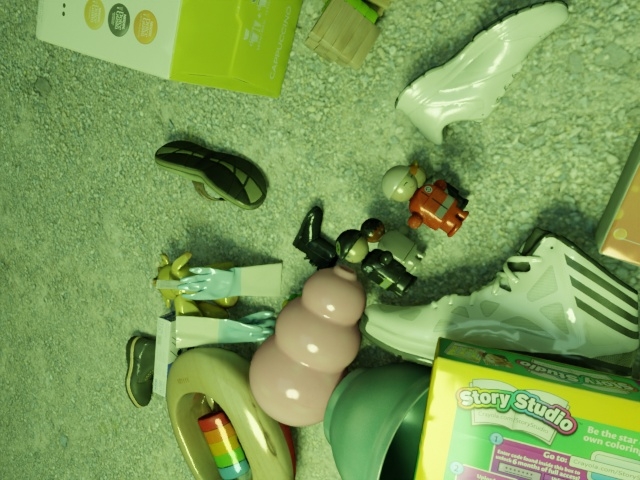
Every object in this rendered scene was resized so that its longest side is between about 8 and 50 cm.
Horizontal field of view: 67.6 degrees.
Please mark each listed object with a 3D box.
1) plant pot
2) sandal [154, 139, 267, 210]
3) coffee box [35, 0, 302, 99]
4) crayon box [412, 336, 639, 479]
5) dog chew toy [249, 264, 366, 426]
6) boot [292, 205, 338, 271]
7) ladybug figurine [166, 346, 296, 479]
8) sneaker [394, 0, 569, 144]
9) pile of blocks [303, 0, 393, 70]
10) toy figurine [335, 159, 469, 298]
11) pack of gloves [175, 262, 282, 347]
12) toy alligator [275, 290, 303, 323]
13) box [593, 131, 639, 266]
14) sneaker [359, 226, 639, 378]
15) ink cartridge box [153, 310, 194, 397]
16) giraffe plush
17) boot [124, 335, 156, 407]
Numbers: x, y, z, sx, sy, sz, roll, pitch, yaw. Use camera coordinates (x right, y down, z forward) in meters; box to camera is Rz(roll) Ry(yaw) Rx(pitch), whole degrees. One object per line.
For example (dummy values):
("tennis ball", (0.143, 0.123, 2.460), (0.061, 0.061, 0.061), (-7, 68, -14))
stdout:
("plant pot", (0.130, 0.351, 0.886), (0.196, 0.293, 0.292), (16, 106, 47))
("sandal", (-0.245, -0.144, 1.093), (0.303, 0.120, 0.086), (26, 137, 24))
("coffee box", (-0.254, -0.484, 0.897), (0.335, 0.338, 0.337), (23, 109, 22))
("crayon box", (0.322, 0.336, 0.679), (0.364, 0.106, 0.312), (10, 97, 15))
("dog chew toy", (-0.013, 0.204, 0.972), (0.207, 0.207, 0.331), (27, 102, 22))
("boot", (0.000, 0.000, 1.010), (0.099, 0.045, 0.121), (39, 121, 19))
("ladybug figurine", (-0.191, 0.445, 1.112), (0.305, 0.162, 0.448), (-19, 92, 33))
("sneaker", (0.274, -0.279, 0.802), (0.297, 0.111, 0.129), (-33, 98, 32))
("pile of blocks", (0.052, -0.491, 0.883), (0.113, 0.149, 0.361), (-166, 82, -70))
("toy figurine", (0.143, -0.030, 0.835), (0.148, 0.209, 0.213), (36, 114, 6))
("pack of gloves", (-0.198, 0.151, 1.055), (0.046, 0.232, 0.194), (-134, 46, -62))
("toy alligator", (-0.075, 0.183, 1.080), (0.189, 0.056, 0.051), (-66, 27, 21))
("box", (0.546, -0.115, 0.632), (0.215, 0.168, 0.344), (22, 108, 23))
("sneaker", (0.296, 0.099, 0.832), (0.448, 0.169, 0.257), (8, 90, 24))
("ink cartridge box", (-0.371, 0.283, 1.224), (0.046, 0.097, 0.206), (15, 104, 25))
("giraffe plush", (-0.321, 0.110, 1.140), (0.171, 0.210, 0.181), (7, 73, 51))
("boot", (-0.455, 0.362, 1.298), (0.137, 0.077, 0.197), (-1, 99, 23))
